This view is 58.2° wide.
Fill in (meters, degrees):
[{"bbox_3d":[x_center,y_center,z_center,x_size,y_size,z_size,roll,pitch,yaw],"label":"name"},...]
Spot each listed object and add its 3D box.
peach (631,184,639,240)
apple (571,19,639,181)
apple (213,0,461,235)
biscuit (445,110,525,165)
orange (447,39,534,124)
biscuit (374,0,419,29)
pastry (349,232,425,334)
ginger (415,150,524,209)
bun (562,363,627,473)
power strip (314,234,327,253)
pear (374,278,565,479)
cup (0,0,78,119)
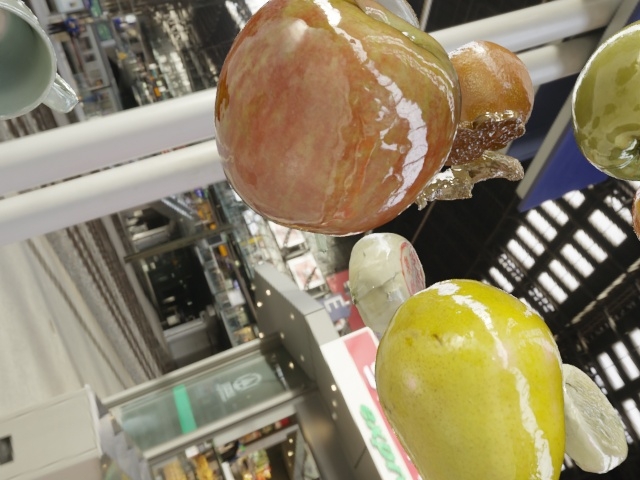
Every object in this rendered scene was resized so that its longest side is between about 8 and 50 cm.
[{"bbox_3d":[0.936,-0.060,1.378,0.290,0.372,0.372,54,-9,-22],"label":"peach"},{"bbox_3d":[0.552,-0.227,0.958,0.262,0.262,0.263,161,-90,-74],"label":"apple"},{"bbox_3d":[0.010,-0.096,0.452,0.174,0.188,0.188,-61,-137,30],"label":"apple"},{"bbox_3d":[0.266,-0.180,1.009,0.124,0.175,0.026,34,45,-54],"label":"biscuit"},{"bbox_3d":[0.316,-0.290,1.135,0.206,0.206,0.206,161,-90,-74],"label":"orange"},{"bbox_3d":[0.114,-0.454,1.242,0.049,0.208,0.181,-98,-158,-69],"label":"biscuit"},{"bbox_3d":[0.164,0.103,1.352,0.265,0.133,0.265,44,39,-52],"label":"pastry"},{"bbox_3d":[0.335,-0.149,1.327,0.122,0.290,0.084,-121,-163,-54],"label":"ginger"},{"bbox_3d":[0.562,0.394,1.254,0.116,0.210,0.237,-41,-154,35],"label":"bun"},{"bbox_3d":[0.000,0.000,1.589,0.017,0.027,0.083,-33,-122,34],"label":"power strip"},{"bbox_3d":[0.219,0.219,0.840,0.336,0.284,0.285,-91,171,-63],"label":"pear"},{"bbox_3d":[-0.529,-0.314,0.955,0.258,0.186,0.234,37,10,-48],"label":"cup"}]
